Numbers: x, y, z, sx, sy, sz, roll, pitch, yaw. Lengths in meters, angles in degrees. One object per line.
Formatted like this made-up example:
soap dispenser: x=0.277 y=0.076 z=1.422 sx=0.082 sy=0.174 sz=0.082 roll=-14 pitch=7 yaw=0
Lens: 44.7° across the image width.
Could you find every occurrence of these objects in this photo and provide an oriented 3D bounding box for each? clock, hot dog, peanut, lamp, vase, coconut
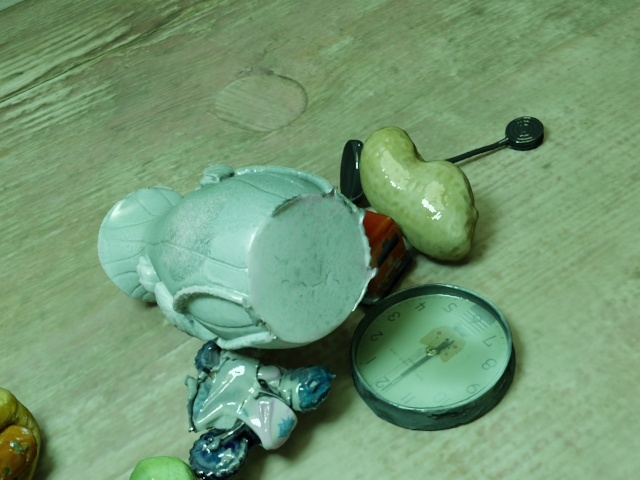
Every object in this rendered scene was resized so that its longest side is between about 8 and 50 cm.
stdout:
clock: x=0.150 y=0.150 z=1.058 sx=0.226 sy=0.049 sz=0.226 roll=-8 pitch=41 yaw=7
hot dog: x=-0.484 y=0.319 z=1.013 sx=0.257 sy=0.150 sz=0.153 roll=-35 pitch=35 yaw=-20
peanut: x=0.149 y=-0.077 z=1.210 sx=0.253 sy=0.122 sz=0.137 roll=43 pitch=94 yaw=25
lamp: x=0.206 y=-0.157 z=1.326 sx=0.371 sy=0.108 sz=0.130 roll=-13 pitch=46 yaw=3
vase: x=-0.145 y=0.019 z=1.096 sx=0.250 sy=0.250 sz=0.445 roll=-44 pitch=29 yaw=-27
coconut: x=-0.201 y=0.312 z=0.969 sx=0.096 sy=0.087 sz=0.088 roll=-2 pitch=34 yaw=-29

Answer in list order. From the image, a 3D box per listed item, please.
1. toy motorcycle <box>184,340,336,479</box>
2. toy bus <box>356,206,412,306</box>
toy motorcycle: x=-0.075 y=0.197 z=1.034 sx=0.204 sy=0.108 sz=0.239 roll=-20 pitch=51 yaw=8
toy bus: x=0.000 y=0.000 z=1.212 sx=0.265 sy=0.119 sz=0.121 roll=17 pitch=52 yaw=32
